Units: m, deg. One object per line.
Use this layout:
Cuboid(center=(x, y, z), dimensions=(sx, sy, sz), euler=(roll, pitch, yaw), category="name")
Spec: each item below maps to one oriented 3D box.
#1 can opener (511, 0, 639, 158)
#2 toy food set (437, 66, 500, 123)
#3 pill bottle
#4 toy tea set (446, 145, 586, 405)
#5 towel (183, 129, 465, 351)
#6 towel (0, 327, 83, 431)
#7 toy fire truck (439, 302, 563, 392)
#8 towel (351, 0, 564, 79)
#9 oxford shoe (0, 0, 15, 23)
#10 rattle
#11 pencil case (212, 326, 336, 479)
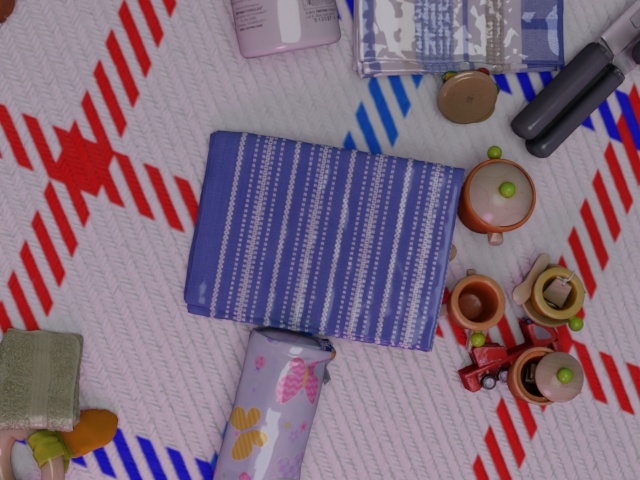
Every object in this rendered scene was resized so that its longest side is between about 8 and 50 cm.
Cuboid(center=(0.370, -0.220, 1.929), dimensions=(0.280, 0.093, 0.074), euler=(-42, 118, -3), category="can opener")
Cuboid(center=(0.193, -0.189, 1.925), dimensions=(0.083, 0.020, 0.083), euler=(1, 126, -10), category="toy food set")
Cuboid(center=(-0.055, -0.350, 1.839), dimensions=(0.131, 0.131, 0.229), euler=(-11, 97, -7), category="pill bottle")
Cuboid(center=(0.243, 0.049, 1.885), dimensions=(0.200, 0.124, 0.336), euler=(-38, 88, -15), category="toy tea set")
Cuboid(center=(0.000, 0.000, 1.882), dimensions=(0.336, 0.040, 0.243), euler=(10, 92, 9), category="towel")
Cuboid(center=(-0.355, 0.175, 1.857), dimensions=(0.110, 0.027, 0.148), euler=(2, 52, -7), category="towel")
Cuboid(center=(0.214, 0.127, 1.961), dimensions=(0.192, 0.047, 0.135), euler=(-22, 96, -6), category="toy fire truck")
Cuboid(center=(0.179, -0.318, 1.924), dimensions=(0.285, 0.034, 0.209), euler=(-2, 93, -10), category="towel")
Cuboid(center=(-0.422, -0.278, 1.830), dimensions=(0.076, 0.076, 0.212), euler=(19, 106, -48), category="oxford shoe")
Cuboid(center=(-0.363, 0.309, 1.908), dimensions=(0.130, 0.143, 0.200), euler=(24, 113, 15), category="rattle")
Cuboid(center=(-0.063, 0.246, 1.902), dimensions=(0.113, 0.124, 0.273), euler=(17, 92, 32), category="pencil case")
